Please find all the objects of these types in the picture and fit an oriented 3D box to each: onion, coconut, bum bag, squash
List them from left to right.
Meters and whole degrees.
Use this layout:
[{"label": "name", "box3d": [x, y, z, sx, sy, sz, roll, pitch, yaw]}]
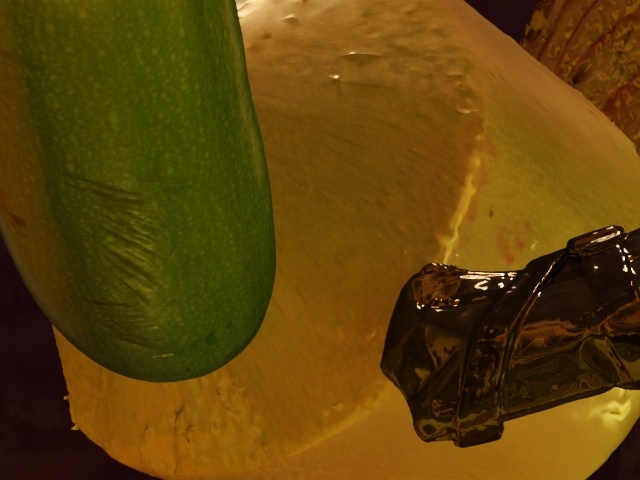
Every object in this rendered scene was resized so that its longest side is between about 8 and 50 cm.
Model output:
[{"label": "squash", "box3d": [-0.059, -0.040, 0.535, 0.082, 0.292, 0.082, -2, -124, 3]}, {"label": "coconut", "box3d": [0.000, 0.000, 1.013, 0.297, 0.309, 0.297, -21, -125, 32]}, {"label": "bum bag", "box3d": [0.116, 0.036, 0.807, 0.198, 0.049, 0.087, -15, -136, 25]}, {"label": "onion", "box3d": [0.274, -0.109, 1.545, 0.146, 0.314, 0.280, 10, -128, -30]}]
